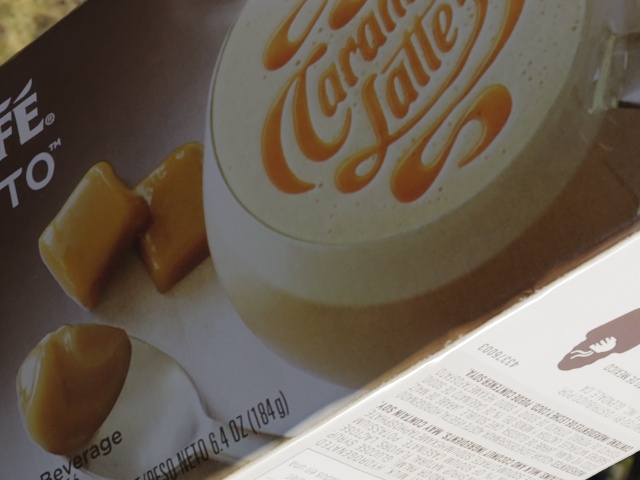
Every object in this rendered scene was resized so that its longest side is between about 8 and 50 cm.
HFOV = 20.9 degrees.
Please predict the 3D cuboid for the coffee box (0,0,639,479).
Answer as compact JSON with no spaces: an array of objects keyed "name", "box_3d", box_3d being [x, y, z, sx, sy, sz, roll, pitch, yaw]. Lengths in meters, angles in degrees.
[{"name":"coffee box","box_3d":[0.000,0.000,0.424,0.098,0.246,0.141,28,37,-50]}]
